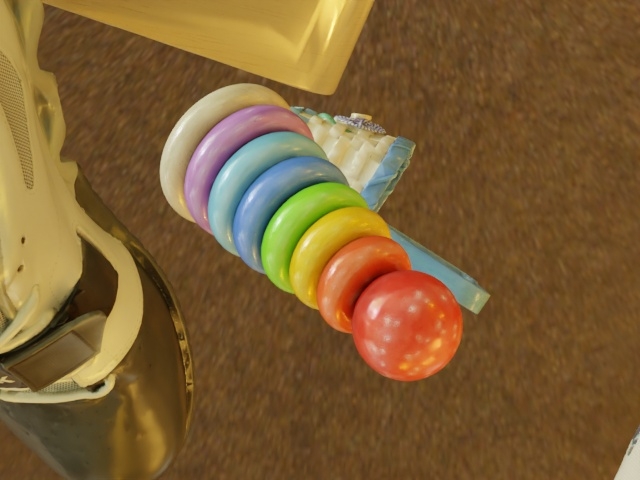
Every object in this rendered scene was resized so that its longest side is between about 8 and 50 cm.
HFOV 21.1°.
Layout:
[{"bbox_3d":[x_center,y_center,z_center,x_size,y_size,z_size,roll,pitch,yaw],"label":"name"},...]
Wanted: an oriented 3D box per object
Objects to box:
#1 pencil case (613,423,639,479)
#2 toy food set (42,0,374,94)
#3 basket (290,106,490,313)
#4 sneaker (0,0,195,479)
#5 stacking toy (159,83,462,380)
[{"bbox_3d":[0.294,0.182,1.170,0.183,0.410,0.160,4,135,35],"label":"pencil case"},{"bbox_3d":[-0.072,-0.219,0.877,0.306,0.092,0.220,15,106,-33],"label":"toy food set"},{"bbox_3d":[0.049,-0.017,1.828,0.289,0.255,0.201,37,91,-1],"label":"basket"},{"bbox_3d":[-0.152,0.016,0.748,0.122,0.146,0.331,-12,125,15],"label":"sneaker"},{"bbox_3d":[0.000,0.000,1.453,0.141,0.330,0.141,-23,134,-26],"label":"stacking toy"}]
